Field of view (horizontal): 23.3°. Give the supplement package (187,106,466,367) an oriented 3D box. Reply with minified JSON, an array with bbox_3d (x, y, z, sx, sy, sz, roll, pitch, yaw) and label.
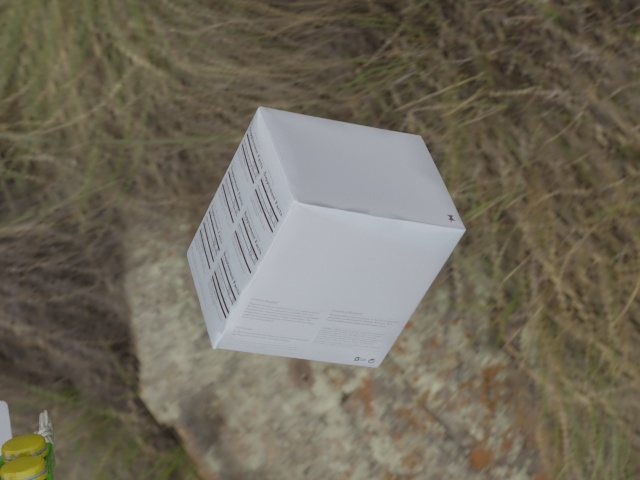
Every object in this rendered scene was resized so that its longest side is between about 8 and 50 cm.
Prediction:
[{"bbox_3d":[0.000,0.000,1.566,0.203,0.194,0.149,-60,34,34],"label":"supplement package"}]

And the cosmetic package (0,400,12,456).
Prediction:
[{"bbox_3d":[-0.533,0.358,1.756,0.453,0.230,0.161,-51,42,37],"label":"cosmetic package"}]

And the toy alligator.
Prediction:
[{"bbox_3d":[-0.197,0.156,1.004,0.051,0.190,0.056,-12,105,-8],"label":"toy alligator"}]
